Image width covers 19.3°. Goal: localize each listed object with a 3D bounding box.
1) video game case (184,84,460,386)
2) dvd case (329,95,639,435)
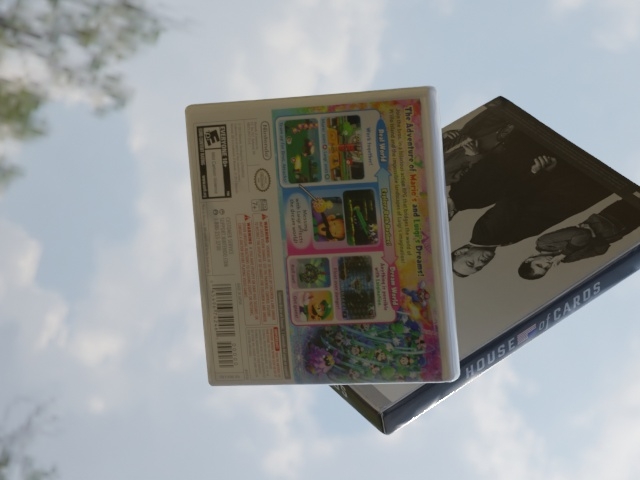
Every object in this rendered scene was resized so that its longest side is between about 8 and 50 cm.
[{"bbox_3d":[0.000,0.000,1.015,0.019,0.143,0.157,-16,103,-68],"label":"video game case"},{"bbox_3d":[0.080,0.007,1.184,0.179,0.238,0.029,40,-27,41],"label":"dvd case"}]
